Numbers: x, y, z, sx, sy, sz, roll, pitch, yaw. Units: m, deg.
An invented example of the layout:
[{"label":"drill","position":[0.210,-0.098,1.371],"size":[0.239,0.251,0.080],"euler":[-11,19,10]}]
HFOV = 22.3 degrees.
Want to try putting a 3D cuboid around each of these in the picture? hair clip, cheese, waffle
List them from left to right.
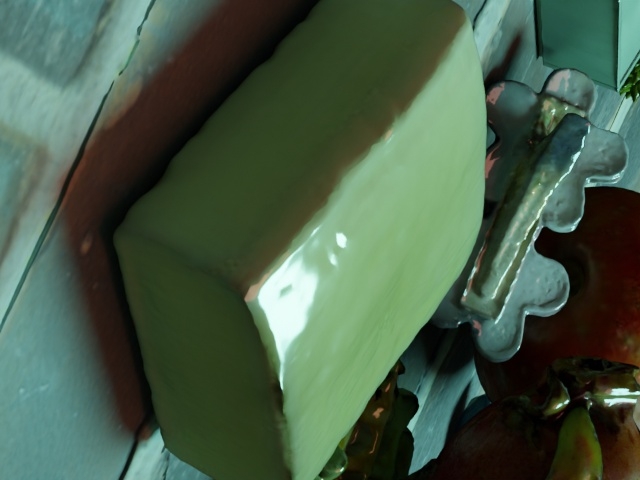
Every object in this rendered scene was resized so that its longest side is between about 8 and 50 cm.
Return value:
[{"label":"waffle","position":[-0.009,0.255,1.327],"size":[0.317,0.073,0.297],"euler":[-46,149,-44]},{"label":"cheese","position":[0.000,0.000,1.043],"size":[0.265,0.123,0.243],"euler":[-51,156,-32]},{"label":"hair clip","position":[0.173,-0.026,1.385],"size":[0.257,0.146,0.075],"euler":[-65,-161,6]}]

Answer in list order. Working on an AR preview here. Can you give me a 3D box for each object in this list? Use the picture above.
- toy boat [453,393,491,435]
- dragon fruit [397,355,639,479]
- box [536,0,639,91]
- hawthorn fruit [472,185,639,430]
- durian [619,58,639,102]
[{"label":"toy boat","position":[0.166,0.214,1.688],"size":[0.061,0.060,0.137],"euler":[-78,173,-53]},{"label":"dragon fruit","position":[0.181,0.252,1.342],"size":[0.250,0.250,0.315],"euler":[-33,121,-52]},{"label":"box","position":[0.278,-0.263,1.443],"size":[0.225,0.086,0.129],"euler":[-56,156,-23]},{"label":"hawthorn fruit","position":[0.271,0.085,1.530],"size":[0.284,0.284,0.284],"euler":[-47,150,-38]},{"label":"durian","position":[0.320,-0.190,1.593],"size":[0.095,0.137,0.220],"euler":[-29,170,11]}]
